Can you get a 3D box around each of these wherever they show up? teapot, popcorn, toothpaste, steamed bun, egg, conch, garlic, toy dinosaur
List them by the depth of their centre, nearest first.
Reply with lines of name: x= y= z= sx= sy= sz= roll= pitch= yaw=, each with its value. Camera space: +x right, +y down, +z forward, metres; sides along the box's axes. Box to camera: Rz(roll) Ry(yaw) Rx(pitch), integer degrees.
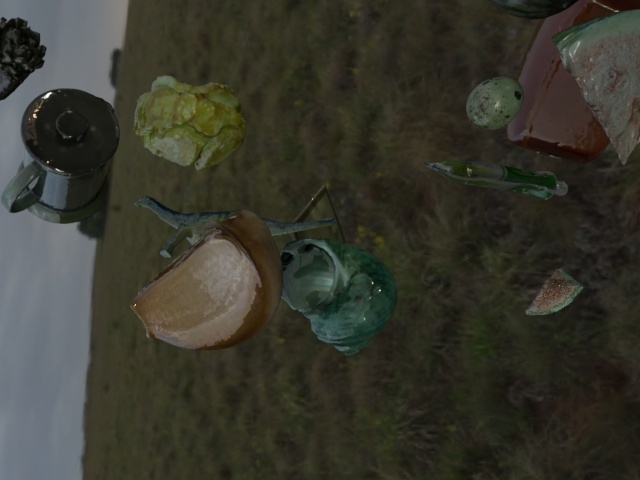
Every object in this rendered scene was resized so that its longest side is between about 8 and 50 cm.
garlic: x=-0.096 y=0.030 z=0.796 sx=0.206 sy=0.128 sz=0.115 roll=-46 pitch=19 yaw=43
toothpaste: x=0.283 y=-0.099 z=1.227 sx=0.078 sy=0.248 sz=0.046 roll=-141 pitch=60 yaw=-67
toy dinosaur: x=-0.162 y=-0.012 z=1.279 sx=0.076 sy=0.363 sz=0.147 roll=78 pitch=-158 yaw=-45
conch: x=0.034 y=0.096 z=1.307 sx=0.134 sy=0.196 sz=0.202 roll=10 pitch=-106 yaw=-68
egg: x=0.303 y=-0.238 z=1.345 sx=0.085 sy=0.110 sz=0.085 roll=46 pitch=156 yaw=26
popcorn: x=-0.260 y=-0.235 z=1.560 sx=0.204 sy=0.221 sz=0.183 roll=-151 pitch=69 yaw=-83
teapot: x=-0.547 y=-0.158 z=1.612 sx=0.270 sy=0.200 sz=0.337 roll=-44 pitch=3 yaw=-26
steamed bun: x=0.557 y=-0.368 z=1.682 sx=0.248 sy=0.235 sz=0.379 roll=-74 pitch=2 yaw=-61

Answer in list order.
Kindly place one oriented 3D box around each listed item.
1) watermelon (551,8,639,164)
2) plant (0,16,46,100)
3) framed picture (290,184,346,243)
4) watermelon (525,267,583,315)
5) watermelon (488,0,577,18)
watermelon: x=0.487 y=-0.267 z=1.293 sx=0.231 sy=0.193 sz=0.310 roll=49 pitch=-177 yaw=25
plant: x=-0.503 y=-0.288 z=1.246 sx=0.143 sy=0.092 sz=0.094 roll=-39 pitch=11 yaw=29
framed picture: x=0.000 y=0.000 z=1.646 sx=0.173 sy=0.010 sz=0.231 roll=70 pitch=-154 yaw=-18
watermelon: x=0.544 y=0.121 z=1.851 sx=0.101 sy=0.080 sz=0.155 roll=-85 pitch=11 yaw=-49
watermelon: x=0.339 y=-0.454 z=1.223 sx=0.212 sy=0.212 sz=0.212 roll=-175 pitch=90 yaw=-75
